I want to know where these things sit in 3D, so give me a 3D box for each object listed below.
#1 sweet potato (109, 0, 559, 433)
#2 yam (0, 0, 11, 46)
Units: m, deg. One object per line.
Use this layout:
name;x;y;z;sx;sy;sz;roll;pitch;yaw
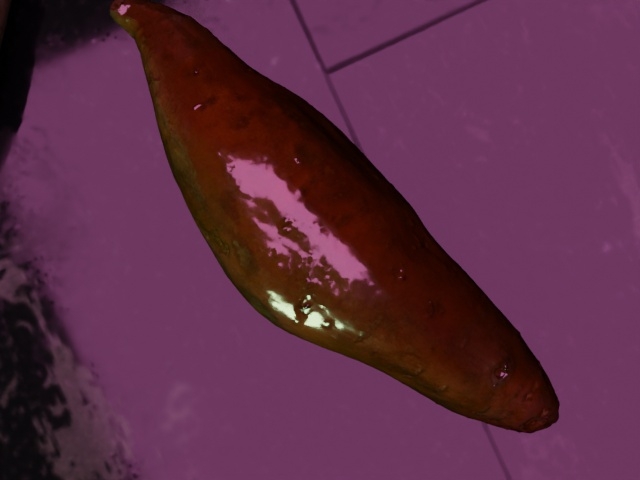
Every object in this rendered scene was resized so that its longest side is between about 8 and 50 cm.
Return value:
sweet potato;-0.004;-0.003;0.718;0.112;0.112;0.359;-41;90;3
yam;-0.255;-0.036;0.756;0.071;0.067;0.317;17;90;-4
